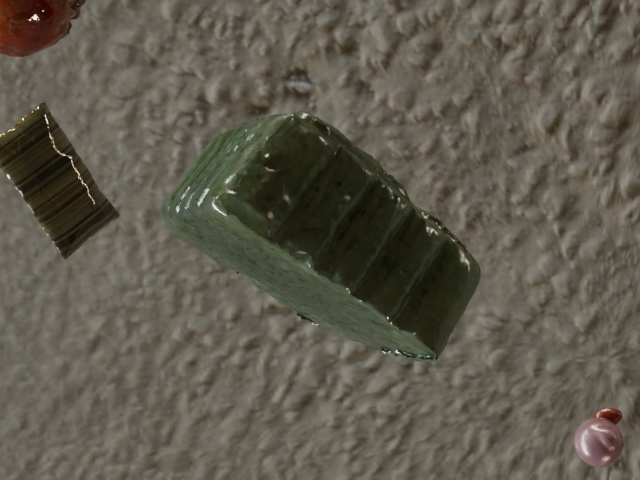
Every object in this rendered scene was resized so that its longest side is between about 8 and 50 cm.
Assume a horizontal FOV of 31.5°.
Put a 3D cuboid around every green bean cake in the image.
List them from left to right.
[{"bbox_3d":[0.000,0.000,0.766,0.185,0.183,0.094,39,76,-15],"label":"green bean cake"}]

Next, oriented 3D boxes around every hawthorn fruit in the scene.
[{"bbox_3d":[-0.231,-0.195,0.843,0.128,0.128,0.128,-1,84,14],"label":"hawthorn fruit"}]

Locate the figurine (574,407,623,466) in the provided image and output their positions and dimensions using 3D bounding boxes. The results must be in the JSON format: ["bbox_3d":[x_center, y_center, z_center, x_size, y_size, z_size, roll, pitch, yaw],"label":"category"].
[{"bbox_3d":[0.391,0.285,1.601,0.067,0.083,0.071,10,42,-7],"label":"figurine"}]

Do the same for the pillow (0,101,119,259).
[{"bbox_3d":[-0.381,-0.084,1.621,0.113,0.038,0.203,-43,117,-29],"label":"pillow"}]
